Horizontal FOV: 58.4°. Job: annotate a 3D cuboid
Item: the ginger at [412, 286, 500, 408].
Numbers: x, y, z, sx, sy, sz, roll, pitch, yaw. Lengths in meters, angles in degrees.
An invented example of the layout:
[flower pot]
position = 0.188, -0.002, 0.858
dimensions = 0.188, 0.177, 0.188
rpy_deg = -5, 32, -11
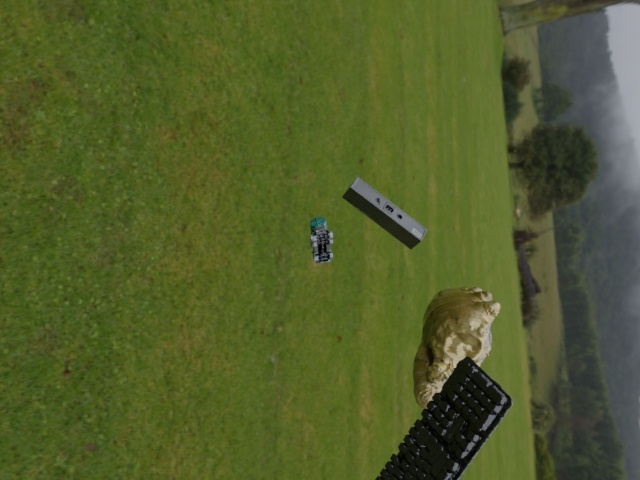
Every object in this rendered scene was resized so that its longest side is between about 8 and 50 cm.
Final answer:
[ginger]
position = 0.159, 0.098, 0.664
dimensions = 0.205, 0.081, 0.115
rpy_deg = -53, 150, -56

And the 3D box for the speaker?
[speaker]
position = 0.139, -0.059, 1.236
dimensions = 0.191, 0.046, 0.040
rpy_deg = 37, 54, -3

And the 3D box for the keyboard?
[keyboard]
position = 0.096, 0.221, 0.551
dimensions = 0.023, 0.231, 0.072
rpy_deg = 24, 13, -31

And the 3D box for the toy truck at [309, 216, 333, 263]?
[toy truck]
position = 0.000, 0.000, 1.017
dimensions = 0.083, 0.039, 0.044
rpy_deg = 85, -9, -47
